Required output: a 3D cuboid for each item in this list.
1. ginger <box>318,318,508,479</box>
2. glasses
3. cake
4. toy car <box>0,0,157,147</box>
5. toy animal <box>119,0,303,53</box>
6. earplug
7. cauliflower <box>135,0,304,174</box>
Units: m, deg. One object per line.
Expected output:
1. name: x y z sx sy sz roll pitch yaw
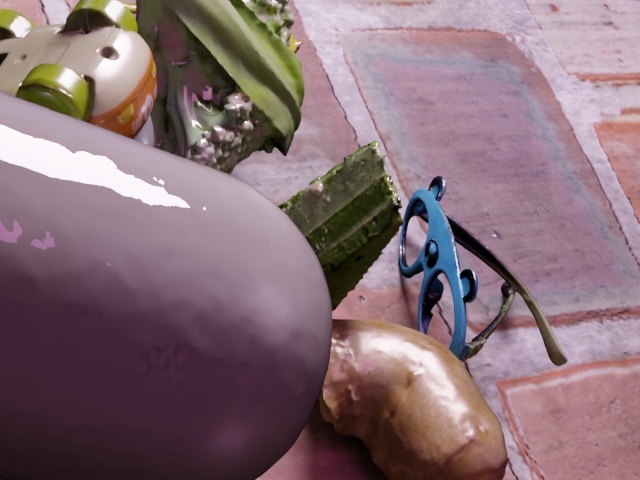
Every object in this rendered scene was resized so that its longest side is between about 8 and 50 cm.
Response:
1. ginger: 0.093 0.174 1.838 0.267 0.138 0.152 39 55 19
2. glasses: 0.159 0.066 2.000 0.207 0.102 0.239 44 22 -35
3. cake: 0.019 -0.008 1.866 0.099 0.235 0.100 4 60 -43
4. toy car: -0.242 -0.098 1.777 0.235 0.235 0.145 32 46 -7
5. toy animal: -0.121 -0.240 2.084 0.181 0.073 0.136 31 35 9
6. earplug: -0.186 0.062 1.617 0.394 0.312 0.313 17 48 -22
7. cauliflower: -0.131 -0.189 1.874 0.256 0.315 0.239 -35 51 -20
